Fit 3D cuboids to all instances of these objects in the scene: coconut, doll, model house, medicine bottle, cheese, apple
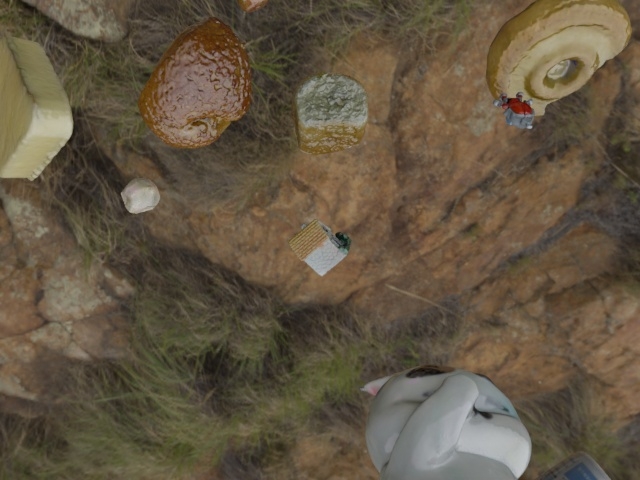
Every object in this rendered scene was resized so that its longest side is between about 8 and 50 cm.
[{"bbox_3d":[-0.557,-0.140,1.691,0.110,0.110,0.124,16,153,-36],"label":"coconut"},{"bbox_3d":[0.313,-0.203,0.861,0.057,0.114,0.039,21,129,-16],"label":"doll"},{"bbox_3d":[0.000,0.000,1.135,0.100,0.100,0.088,43,112,-11],"label":"model house"},{"bbox_3d":[0.079,0.148,0.323,0.111,0.180,0.106,16,127,-7],"label":"doll"},{"bbox_3d":[0.353,0.399,0.798,0.168,0.105,0.105,-36,137,2],"label":"medicine bottle"},{"bbox_3d":[-0.795,-0.314,1.448,0.104,0.384,0.383,-3,135,-44],"label":"cheese"},{"bbox_3d":[-0.168,-0.596,1.311,0.084,0.084,0.071,-26,107,1],"label":"apple"}]

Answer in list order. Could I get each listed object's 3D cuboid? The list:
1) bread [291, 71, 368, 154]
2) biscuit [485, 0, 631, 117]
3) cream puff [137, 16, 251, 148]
[{"bbox_3d":[0.024,-0.346,1.430,0.196,0.176,0.246,-7,169,-4],"label":"bread"},{"bbox_3d":[0.442,-0.359,1.058,0.213,0.091,0.274,14,144,-23],"label":"biscuit"},{"bbox_3d":[-0.273,-0.344,1.252,0.212,0.303,0.303,39,112,-14],"label":"cream puff"}]
